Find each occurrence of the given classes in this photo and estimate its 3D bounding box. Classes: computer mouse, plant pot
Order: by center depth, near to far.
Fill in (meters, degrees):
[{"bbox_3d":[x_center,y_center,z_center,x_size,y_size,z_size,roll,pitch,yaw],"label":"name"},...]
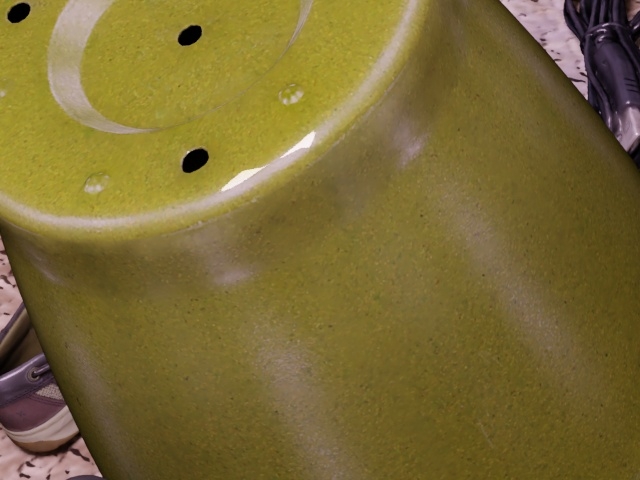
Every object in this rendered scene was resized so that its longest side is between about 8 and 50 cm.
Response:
[{"bbox_3d":[0.000,0.000,0.987,0.367,0.353,0.366,-14,48,16],"label":"plant pot"},{"bbox_3d":[0.260,-0.169,1.151,0.272,0.072,0.188,-26,43,23],"label":"computer mouse"}]

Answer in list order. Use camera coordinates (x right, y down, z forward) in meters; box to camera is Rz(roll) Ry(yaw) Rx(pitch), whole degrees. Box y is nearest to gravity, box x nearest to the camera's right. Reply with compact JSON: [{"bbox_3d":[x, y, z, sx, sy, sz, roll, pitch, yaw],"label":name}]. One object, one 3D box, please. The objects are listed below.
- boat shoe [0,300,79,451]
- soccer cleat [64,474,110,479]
[{"bbox_3d":[-0.134,0.027,1.225,0.080,0.073,0.223,19,65,37],"label":"boat shoe"},{"bbox_3d":[-0.085,0.269,0.904,0.116,0.109,0.318,-26,81,26],"label":"soccer cleat"}]
